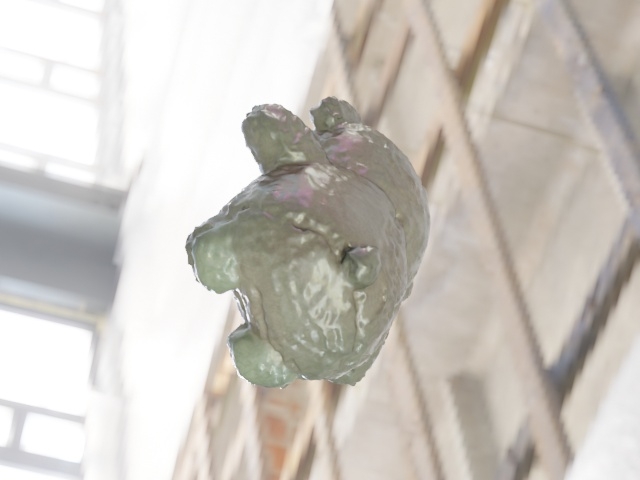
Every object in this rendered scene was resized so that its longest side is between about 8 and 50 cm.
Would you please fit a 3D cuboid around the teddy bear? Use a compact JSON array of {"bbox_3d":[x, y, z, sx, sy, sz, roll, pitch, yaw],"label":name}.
[{"bbox_3d":[0.001,0.000,1.459,0.267,0.151,0.236,-70,142,-66],"label":"teddy bear"}]
